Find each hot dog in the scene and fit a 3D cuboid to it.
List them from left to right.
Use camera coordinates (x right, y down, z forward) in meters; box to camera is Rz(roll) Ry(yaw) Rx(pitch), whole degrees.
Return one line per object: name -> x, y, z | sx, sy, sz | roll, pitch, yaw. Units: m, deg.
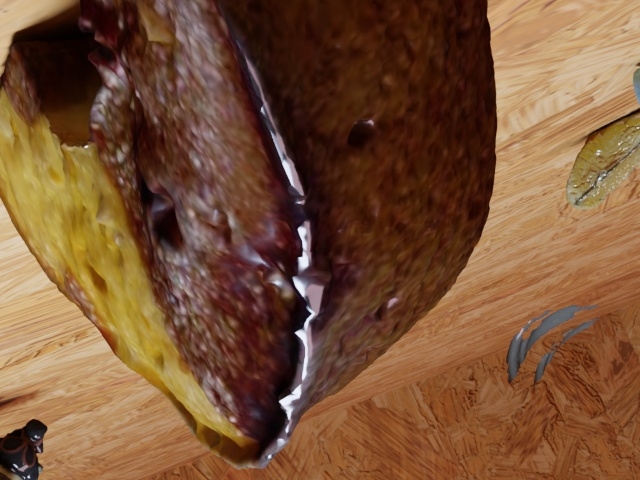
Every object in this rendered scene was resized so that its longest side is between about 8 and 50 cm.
hot dog -> 0.192, -0.059, 1.259 | 0.090, 0.034, 0.030 | -45, 152, 20

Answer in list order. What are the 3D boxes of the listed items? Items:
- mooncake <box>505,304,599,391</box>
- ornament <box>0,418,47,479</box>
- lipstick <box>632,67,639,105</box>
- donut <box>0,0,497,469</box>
mooncake -> 0.033, 0.036, 1.007 | 0.150, 0.057, 0.347 | -31, 147, 17
ornament -> -0.266, 0.186, 1.336 | 0.153, 0.166, 0.196 | -26, -174, 30
lipstick -> 0.249, -0.107, 1.044 | 0.158, 0.048, 0.048 | -27, 171, 29
donut -> -0.011, -0.027, 0.556 | 0.112, 0.151, 0.295 | -30, 174, -18
